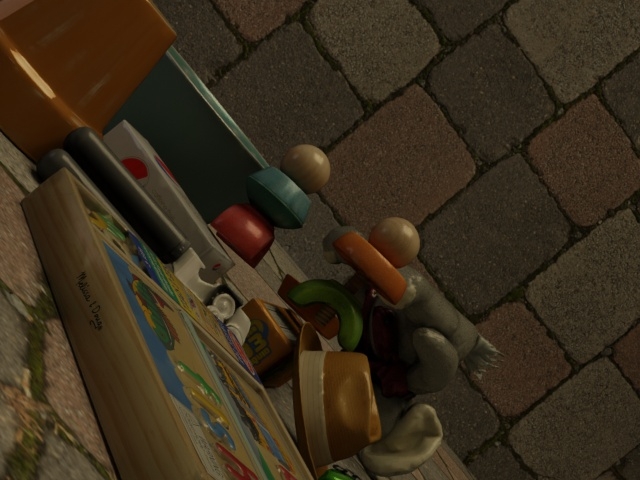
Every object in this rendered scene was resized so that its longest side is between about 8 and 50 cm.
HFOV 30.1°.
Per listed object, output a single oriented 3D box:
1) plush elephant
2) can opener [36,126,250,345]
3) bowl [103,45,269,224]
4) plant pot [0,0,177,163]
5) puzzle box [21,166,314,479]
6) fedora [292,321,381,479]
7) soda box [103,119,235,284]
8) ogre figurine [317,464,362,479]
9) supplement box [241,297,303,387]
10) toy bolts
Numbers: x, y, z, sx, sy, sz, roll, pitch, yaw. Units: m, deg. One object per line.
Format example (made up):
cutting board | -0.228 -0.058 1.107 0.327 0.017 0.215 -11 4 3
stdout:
plush elephant | 0.088 0.178 1.724 0.330 0.255 0.272 41 -2 -32
can opener | -0.175 0.015 1.185 0.280 0.074 0.093 52 -33 -17
bowl | -0.203 -0.136 1.623 0.311 0.163 0.311 52 2 -2
plant pot | -0.258 -0.201 1.221 0.205 0.188 0.205 51 2 -3
puzzle box | -0.094 0.132 0.934 0.272 0.052 0.409 50 2 -39
fedora | 0.021 0.177 1.279 0.194 0.079 0.194 -7 90 -82
soda box | -0.191 -0.036 1.379 0.216 0.074 0.069 53 3 27
ogre figurine | 0.065 0.294 1.099 0.118 0.097 0.197 30 -3 -28
supplement box | -0.063 0.123 1.385 0.080 0.078 0.233 55 3 13
toy bolts | 0.000 0.000 1.425 0.228 0.158 0.218 43 -6 0
